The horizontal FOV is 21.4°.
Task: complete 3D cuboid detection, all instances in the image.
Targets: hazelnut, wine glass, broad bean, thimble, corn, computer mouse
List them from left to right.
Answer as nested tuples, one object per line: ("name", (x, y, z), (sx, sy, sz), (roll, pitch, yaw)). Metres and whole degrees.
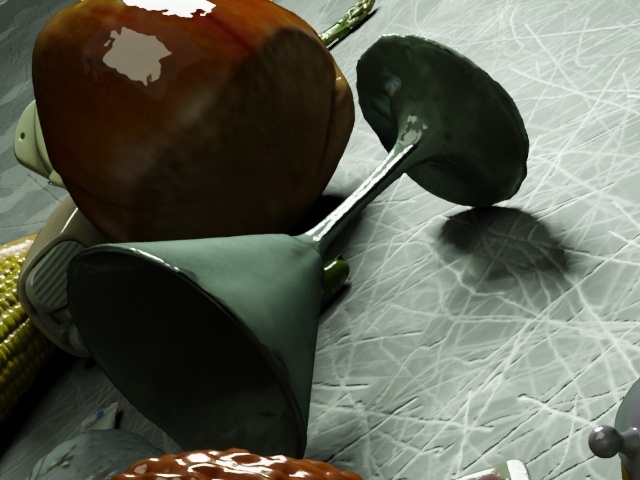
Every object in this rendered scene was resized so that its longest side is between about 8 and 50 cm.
("corn", (-0.392, 0.148, 1.865), (0.144, 0.144, 0.387), (-15, 30, 35))
("computer mouse", (-0.254, 0.026, 1.920), (0.082, 0.145, 0.236), (-26, 22, 32))
("thimble", (-0.181, 0.239, 1.445), (0.151, 0.127, 0.118), (-45, 25, -14))
("hazelnut", (-0.147, -0.134, 1.852), (0.315, 0.372, 0.372), (-60, 24, 6))
("broad bean", (-0.053, 0.078, 1.697), (0.195, 0.046, 0.061), (-34, 26, 2))
("wine glass", (0.000, 0.000, 1.559), (0.267, 0.267, 0.406), (-2, 33, 49))

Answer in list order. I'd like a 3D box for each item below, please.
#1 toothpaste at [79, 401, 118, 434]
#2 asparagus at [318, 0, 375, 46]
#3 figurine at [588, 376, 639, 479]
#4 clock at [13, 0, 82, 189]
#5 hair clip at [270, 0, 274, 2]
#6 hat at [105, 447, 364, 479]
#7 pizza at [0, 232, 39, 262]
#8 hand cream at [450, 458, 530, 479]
("toothpaste", (-0.223, 0.215, 1.667), (0.048, 0.031, 0.190), (-32, 20, 10))
("asparagus", (-0.010, -0.265, 2.321), (0.236, 0.027, 0.034), (-37, 35, -9))
("figurine", (0.318, 0.115, 1.081), (0.274, 0.133, 0.193), (-9, 42, 18))
("clock", (-0.240, -0.194, 2.138), (0.284, 0.114, 0.309), (26, 94, 43))
("hair clip", (-0.162, -0.195, 2.219), (0.282, 0.172, 0.113), (-31, -17, 30))
("hat", (0.026, 0.287, 1.011), (0.400, 0.285, 0.285), (14, 49, 34))
("pizza", (-0.413, 0.055, 2.100), (0.271, 0.056, 0.134), (-25, -20, -38))
("hand cream", (0.052, 0.227, 1.291), (0.234, 0.050, 0.080), (-23, 21, 7))
